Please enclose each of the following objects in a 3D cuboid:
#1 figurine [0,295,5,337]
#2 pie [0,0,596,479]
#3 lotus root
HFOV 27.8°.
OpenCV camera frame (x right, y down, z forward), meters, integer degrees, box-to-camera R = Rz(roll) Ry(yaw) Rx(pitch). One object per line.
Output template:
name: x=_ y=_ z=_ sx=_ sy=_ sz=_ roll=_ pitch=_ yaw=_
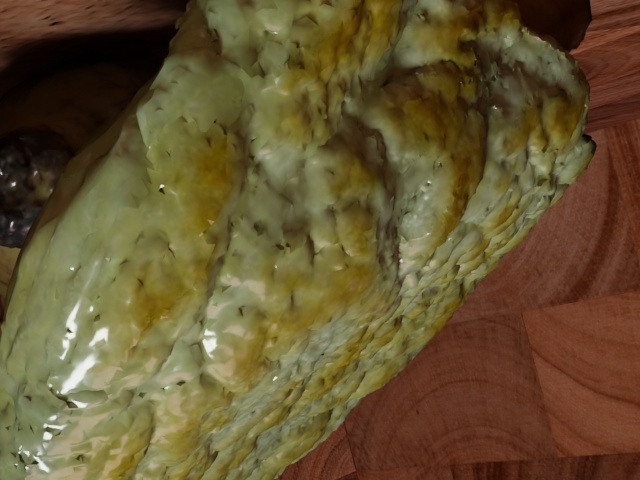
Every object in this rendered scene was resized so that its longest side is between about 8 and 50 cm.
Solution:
figurine: x=-0.168 y=0.011 z=0.727 sx=0.114 sy=0.157 sz=0.126 roll=7 pitch=-172 yaw=9
pie: x=-0.005 y=0.008 z=0.475 sx=0.105 sy=0.257 sz=0.274 roll=35 pitch=-156 yaw=23
lotus root: x=-0.086 y=-0.017 z=0.552 sx=0.138 sy=0.138 sz=0.214 roll=-15 pitch=168 yaw=8
